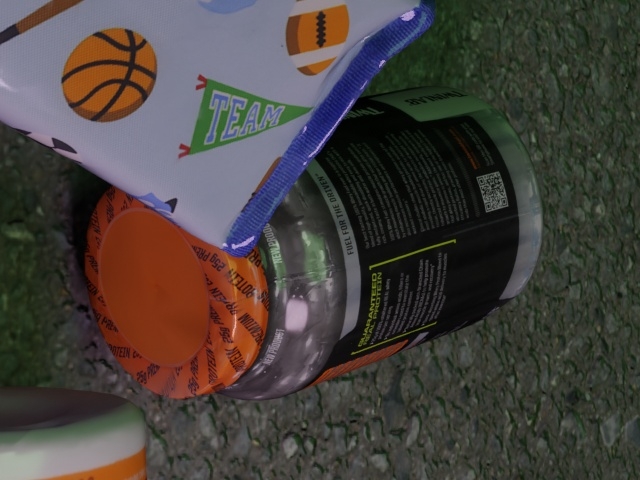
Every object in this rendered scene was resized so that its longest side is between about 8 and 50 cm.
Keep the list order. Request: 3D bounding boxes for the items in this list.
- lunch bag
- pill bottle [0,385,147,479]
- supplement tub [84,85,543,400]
[{"bbox_3d":[-0.162,-0.223,0.886,0.239,0.385,0.328,-49,130,6],"label":"lunch bag"},{"bbox_3d":[-0.215,0.299,0.939,0.224,0.224,0.392,-4,93,-46],"label":"pill bottle"},{"bbox_3d":[0.000,0.000,1.165,0.338,0.207,0.207,-15,102,-45],"label":"supplement tub"}]
